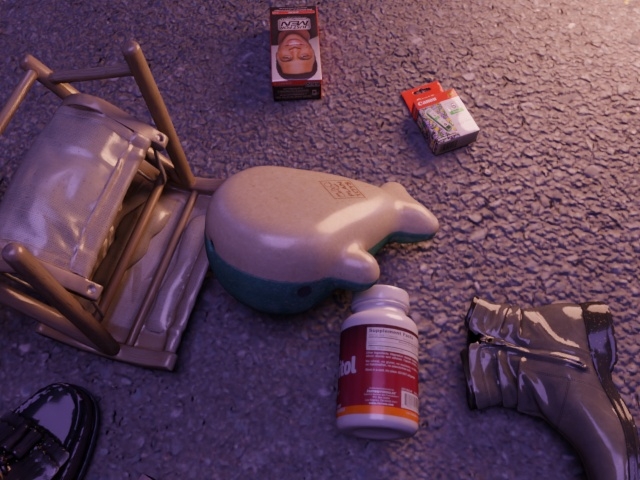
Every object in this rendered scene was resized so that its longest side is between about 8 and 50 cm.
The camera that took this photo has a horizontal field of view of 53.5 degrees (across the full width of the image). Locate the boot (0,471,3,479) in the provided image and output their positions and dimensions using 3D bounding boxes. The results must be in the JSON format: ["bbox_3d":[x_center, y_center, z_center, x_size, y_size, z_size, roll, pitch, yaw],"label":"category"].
[{"bbox_3d":[-0.384,0.341,0.431,0.377,0.138,0.284,-6,69,-29],"label":"boot"}]

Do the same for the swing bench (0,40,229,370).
[{"bbox_3d":[-0.237,-0.028,0.690,0.165,0.255,0.253,3,59,26],"label":"swing bench"}]

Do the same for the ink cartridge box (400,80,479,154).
[{"bbox_3d":[0.161,-0.176,0.866,0.063,0.029,0.115,-20,65,-9],"label":"ink cartridge box"}]

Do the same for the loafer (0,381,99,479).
[{"bbox_3d":[-0.330,0.267,0.608,0.109,0.095,0.302,27,67,15],"label":"loafer"}]

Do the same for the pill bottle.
[{"bbox_3d":[0.062,0.130,0.680,0.086,0.086,0.152,3,62,2],"label":"pill bottle"}]

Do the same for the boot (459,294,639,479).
[{"bbox_3d":[0.232,0.174,0.670,0.161,0.083,0.246,-2,57,7],"label":"boot"}]

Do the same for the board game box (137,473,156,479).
[{"bbox_3d":[-0.181,0.418,0.559,0.208,0.056,0.347,30,67,10],"label":"board game box"}]

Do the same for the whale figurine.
[{"bbox_3d":[0.000,0.000,0.737,0.272,0.141,0.216,-10,39,-30],"label":"whale figurine"}]

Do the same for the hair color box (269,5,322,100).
[{"bbox_3d":[-0.036,-0.270,0.909,0.072,0.043,0.141,-4,64,-2],"label":"hair color box"}]
